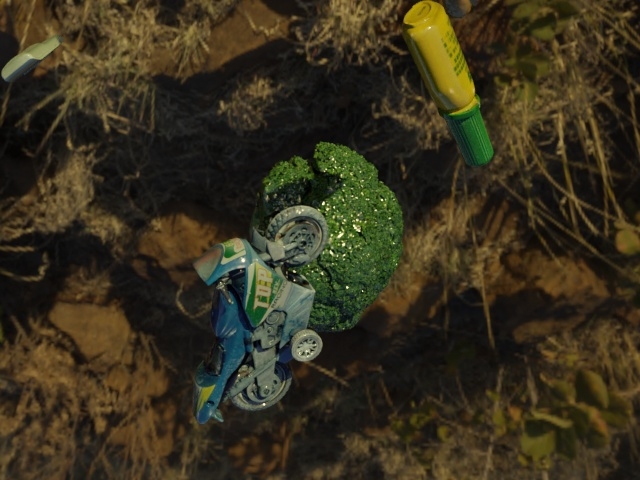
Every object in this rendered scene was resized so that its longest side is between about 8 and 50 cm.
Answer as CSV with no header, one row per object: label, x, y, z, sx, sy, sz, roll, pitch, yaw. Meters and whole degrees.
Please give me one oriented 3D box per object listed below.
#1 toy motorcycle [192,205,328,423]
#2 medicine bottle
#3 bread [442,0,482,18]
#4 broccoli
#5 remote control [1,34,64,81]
toy motorcycle,-0.074,0.079,0.776,0.135,0.092,0.254,2,115,-25
medicine bottle,0.225,-0.255,1.278,0.076,0.111,0.309,-8,130,33
bread,0.148,-0.272,0.695,0.154,0.054,0.136,-7,132,-39
broccoli,0.000,0.000,1.206,0.307,0.308,0.275,28,167,-29
remote control,-0.446,-0.287,1.167,0.061,0.162,0.029,-32,114,11
